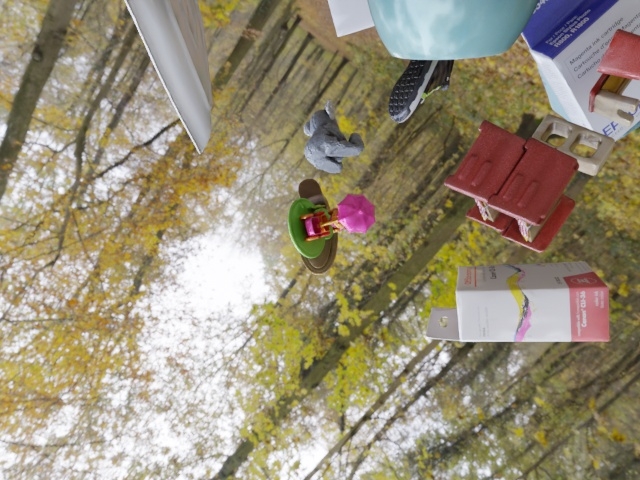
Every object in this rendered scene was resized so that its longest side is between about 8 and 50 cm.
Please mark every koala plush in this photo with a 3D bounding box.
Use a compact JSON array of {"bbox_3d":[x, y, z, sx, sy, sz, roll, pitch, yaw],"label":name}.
[{"bbox_3d":[0.020,-0.399,1.723,0.203,0.196,0.222,6,-118,-38],"label":"koala plush"}]

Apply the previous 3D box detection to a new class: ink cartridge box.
[{"bbox_3d":[0.567,-0.392,0.843,0.330,0.324,0.071,41,-168,-27],"label":"ink cartridge box"},{"bbox_3d":[0.232,0.074,0.575,0.115,0.198,0.067,-33,-63,-69],"label":"ink cartridge box"}]

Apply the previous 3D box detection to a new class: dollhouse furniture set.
[{"bbox_3d":[0.383,-0.182,0.744,0.152,0.374,0.201,34,-178,30],"label":"dollhouse furniture set"}]

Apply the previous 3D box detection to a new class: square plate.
[{"bbox_3d":[-0.242,-0.381,0.765,0.344,0.049,0.348,85,174,-66],"label":"square plate"}]

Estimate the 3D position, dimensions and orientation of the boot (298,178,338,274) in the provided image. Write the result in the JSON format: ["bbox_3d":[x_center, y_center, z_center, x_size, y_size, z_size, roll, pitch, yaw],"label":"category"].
[{"bbox_3d":[0.000,0.000,1.253,0.220,0.108,0.284,69,-176,-59],"label":"boot"}]

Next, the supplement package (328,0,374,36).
[{"bbox_3d":[0.139,-0.623,1.084,0.145,0.261,0.204,-78,-28,-64],"label":"supplement package"}]

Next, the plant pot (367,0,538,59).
[{"bbox_3d":[0.196,-0.400,0.682,0.292,0.235,0.293,-4,-153,2],"label":"plant pot"}]

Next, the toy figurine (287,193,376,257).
[{"bbox_3d":[0.046,-0.044,0.958,0.173,0.159,0.130,-15,-88,-58],"label":"toy figurine"}]

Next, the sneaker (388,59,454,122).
[{"bbox_3d":[0.222,-0.321,0.918,0.097,0.235,0.084,33,168,-28],"label":"sneaker"}]

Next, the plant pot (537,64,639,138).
[{"bbox_3d":[0.812,-0.435,1.287,0.247,0.247,0.252,31,-151,-48],"label":"plant pot"}]
